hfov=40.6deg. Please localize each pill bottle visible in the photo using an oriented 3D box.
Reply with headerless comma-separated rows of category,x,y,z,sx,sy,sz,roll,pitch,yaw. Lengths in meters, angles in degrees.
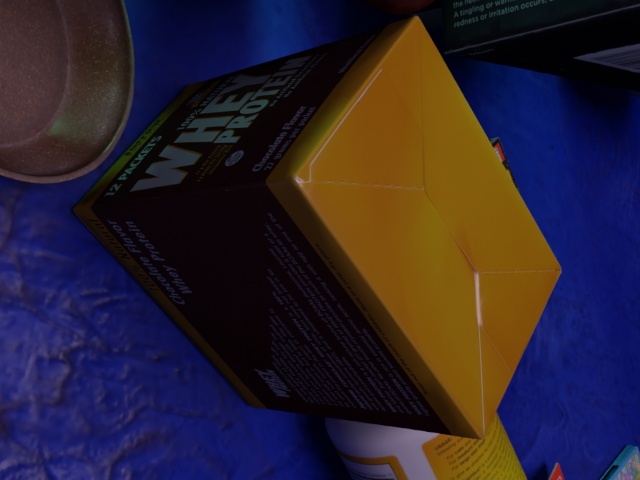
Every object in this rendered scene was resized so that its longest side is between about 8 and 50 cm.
pill bottle,0.079,0.156,0.637,0.117,0.117,0.215,-43,116,-38

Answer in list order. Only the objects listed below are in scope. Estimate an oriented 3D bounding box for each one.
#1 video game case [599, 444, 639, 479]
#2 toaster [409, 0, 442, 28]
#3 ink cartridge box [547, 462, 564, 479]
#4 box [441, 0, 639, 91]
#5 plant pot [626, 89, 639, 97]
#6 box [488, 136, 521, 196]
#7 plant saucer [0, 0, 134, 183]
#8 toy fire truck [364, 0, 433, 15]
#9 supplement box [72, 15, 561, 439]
video game case,0.315,0.314,0.930,0.166,0.015,0.119,-29,107,-42
toaster,0.095,-0.290,0.694,0.168,0.110,0.185,43,59,-35
ink cartridge box,0.241,0.372,0.757,0.239,0.060,0.275,-33,104,-53
box,0.235,-0.276,0.625,0.296,0.183,0.294,-1,89,-44
plant pot,0.357,-0.265,0.870,0.195,0.290,0.290,3,84,-9
box,0.153,-0.012,0.787,0.094,0.027,0.137,-40,114,-37
plant saucer,-0.170,-0.122,0.436,0.198,0.036,0.198,41,43,-53
toy fire truck,-0.029,-0.226,0.449,0.302,0.169,0.254,28,34,-38
supplement box,0.000,0.000,0.516,0.191,0.194,0.129,53,53,-28
